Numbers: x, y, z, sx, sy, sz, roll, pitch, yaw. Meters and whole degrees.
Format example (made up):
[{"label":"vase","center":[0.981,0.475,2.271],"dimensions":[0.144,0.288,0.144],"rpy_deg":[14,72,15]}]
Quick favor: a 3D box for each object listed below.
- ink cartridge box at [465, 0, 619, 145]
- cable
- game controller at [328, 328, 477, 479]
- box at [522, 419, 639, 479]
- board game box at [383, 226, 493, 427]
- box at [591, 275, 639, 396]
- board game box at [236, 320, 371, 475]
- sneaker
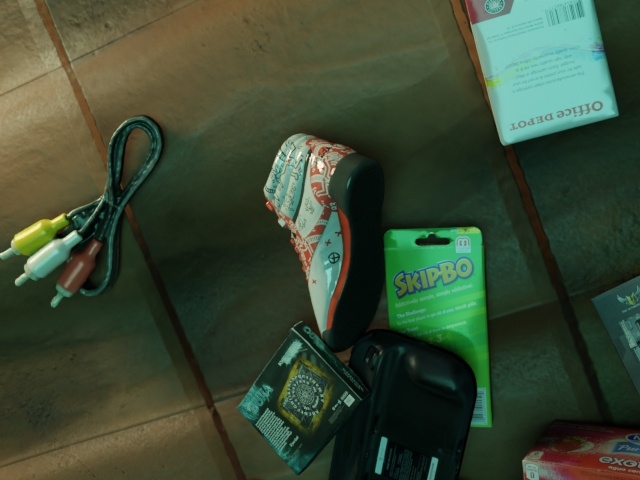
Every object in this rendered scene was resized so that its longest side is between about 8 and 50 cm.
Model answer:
[{"label":"ink cartridge box","center":[0.243,-0.208,0.978],"dimensions":[0.128,0.127,0.176],"rpy_deg":[-13,99,15]},{"label":"cable","center":[-0.290,-0.028,1.168],"dimensions":[0.139,0.072,0.287],"rpy_deg":[43,107,-5]},{"label":"game controller","center":[0.097,0.273,1.128],"dimensions":[0.166,0.067,0.319],"rpy_deg":[15,111,16]},{"label":"box","center":[0.378,0.303,1.026],"dimensions":[0.256,0.122,0.128],"rpy_deg":[0,103,34]},{"label":"board game box","center":[0.150,0.109,1.117],"dimensions":[0.124,0.039,0.260],"rpy_deg":[-2,104,15]},{"label":"box","center":[0.451,0.098,0.988],"dimensions":[0.232,0.059,0.183],"rpy_deg":[-29,60,17]},{"label":"board game box","center":[-0.026,0.205,1.137],"dimensions":[0.126,0.026,0.186],"rpy_deg":[45,130,14]},{"label":"sneaker","center":[0.001,-0.001,1.103],"dimensions":[0.145,0.090,0.270],"rpy_deg":[29,129,38]}]
